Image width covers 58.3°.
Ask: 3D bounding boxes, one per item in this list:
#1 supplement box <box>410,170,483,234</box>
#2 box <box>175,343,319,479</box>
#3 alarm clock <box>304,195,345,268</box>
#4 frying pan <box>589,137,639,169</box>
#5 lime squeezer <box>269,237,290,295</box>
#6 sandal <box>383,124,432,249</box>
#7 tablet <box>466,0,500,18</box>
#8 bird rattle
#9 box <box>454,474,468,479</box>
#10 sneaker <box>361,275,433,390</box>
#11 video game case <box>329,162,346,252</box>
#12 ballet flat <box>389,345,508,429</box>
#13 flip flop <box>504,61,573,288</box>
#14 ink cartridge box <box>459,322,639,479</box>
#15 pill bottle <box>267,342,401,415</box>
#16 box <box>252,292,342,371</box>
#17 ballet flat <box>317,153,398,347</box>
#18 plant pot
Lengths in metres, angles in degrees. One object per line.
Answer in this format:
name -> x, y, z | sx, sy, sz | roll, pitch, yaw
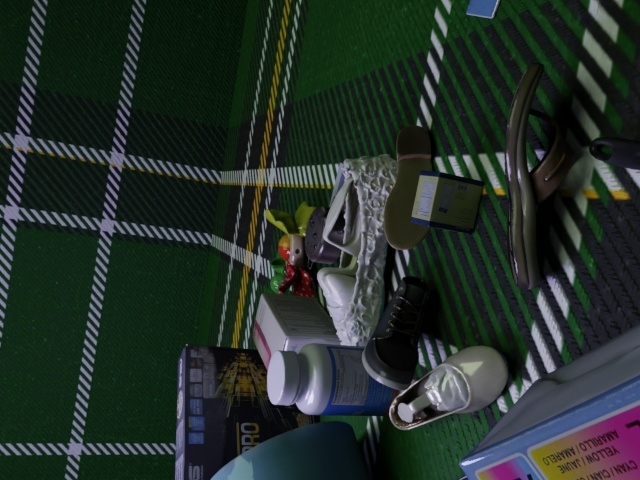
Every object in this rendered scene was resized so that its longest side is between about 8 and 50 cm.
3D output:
supplement box -> 0.195, -0.059, 0.888 | 0.056, 0.083, 0.083 | -156, 76, -68
box -> -0.156, 0.435, 1.271 | 0.097, 0.317, 0.395 | 123, 148, -46
alarm clock -> 0.000, 0.000, 1.325 | 0.192, 0.064, 0.130 | 115, 153, -44
frying pan -> 0.360, -0.040, 0.519 | 0.326, 0.053, 0.198 | 118, 149, -83
lime squeezer -> -0.103, 0.099, 1.604 | 0.058, 0.110, 0.311 | -17, 56, 16
sandal -> 0.163, -0.082, 1.024 | 0.079, 0.088, 0.240 | 70, -154, -67
tablet -> 0.267, -0.391, 0.931 | 0.083, 0.006, 0.054 | -123, 46, -60
bird rattle -> -0.059, 0.028, 1.494 | 0.207, 0.142, 0.254 | -138, 40, -82
box -> 0.204, 0.431, 0.727 | 0.183, 0.059, 0.233 | 122, 148, -48
sneaker -> 0.126, 0.137, 0.914 | 0.222, 0.083, 0.118 | -69, 0, -70
video game case -> 0.064, -0.068, 1.297 | 0.201, 0.023, 0.184 | -135, 56, -63
ballet flat -> 0.174, 0.225, 0.836 | 0.248, 0.086, 0.086 | 126, 146, -53
flip flop -> 0.271, -0.077, 0.712 | 0.112, 0.080, 0.278 | -19, -74, -72
ink cartridge box -> 0.303, 0.213, 0.292 | 0.396, 0.151, 0.270 | 52, 140, 15
pill bottle -> 0.023, 0.247, 1.020 | 0.124, 0.221, 0.125 | -172, 90, -69
box -> -0.053, 0.227, 1.315 | 0.232, 0.148, 0.127 | -134, 55, -64
ballet flat -> 0.061, 0.028, 1.128 | 0.147, 0.146, 0.410 | -159, 77, -68
plant pot -> -0.027, 0.497, 0.999 | 0.235, 0.292, 0.293 | 62, 141, 34
